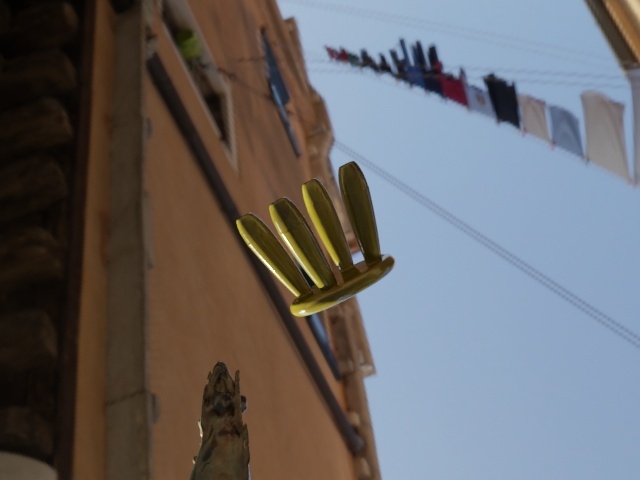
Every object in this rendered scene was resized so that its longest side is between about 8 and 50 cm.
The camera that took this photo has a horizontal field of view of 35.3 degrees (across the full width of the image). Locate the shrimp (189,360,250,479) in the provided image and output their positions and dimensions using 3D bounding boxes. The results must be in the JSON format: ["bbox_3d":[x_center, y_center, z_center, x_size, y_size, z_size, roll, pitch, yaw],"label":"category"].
[{"bbox_3d":[-0.099,0.211,0.723,0.143,0.052,0.251,-13,-124,40],"label":"shrimp"}]

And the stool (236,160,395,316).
[{"bbox_3d":[0.000,0.000,0.951,0.135,0.111,0.134,-27,-174,18],"label":"stool"}]
